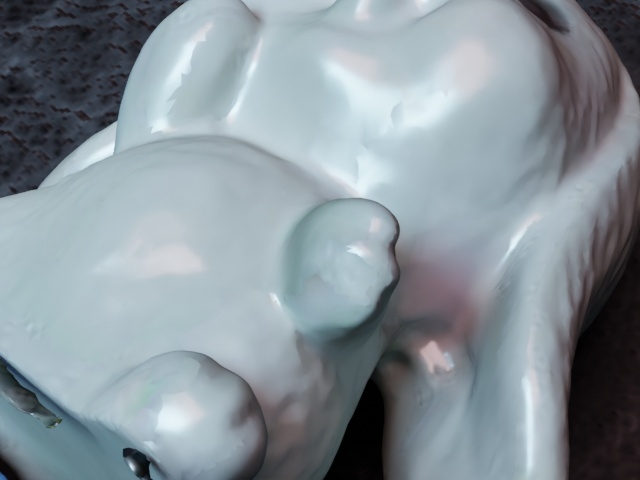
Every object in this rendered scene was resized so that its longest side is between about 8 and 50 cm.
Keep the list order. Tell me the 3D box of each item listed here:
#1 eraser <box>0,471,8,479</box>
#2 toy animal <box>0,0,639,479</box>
[{"bbox_3d":[-0.217,0.182,0.460,0.312,0.042,0.144,-42,37,-16],"label":"eraser"},{"bbox_3d":[-0.001,0.014,0.518,0.289,0.174,0.249,-25,44,-8],"label":"toy animal"}]
